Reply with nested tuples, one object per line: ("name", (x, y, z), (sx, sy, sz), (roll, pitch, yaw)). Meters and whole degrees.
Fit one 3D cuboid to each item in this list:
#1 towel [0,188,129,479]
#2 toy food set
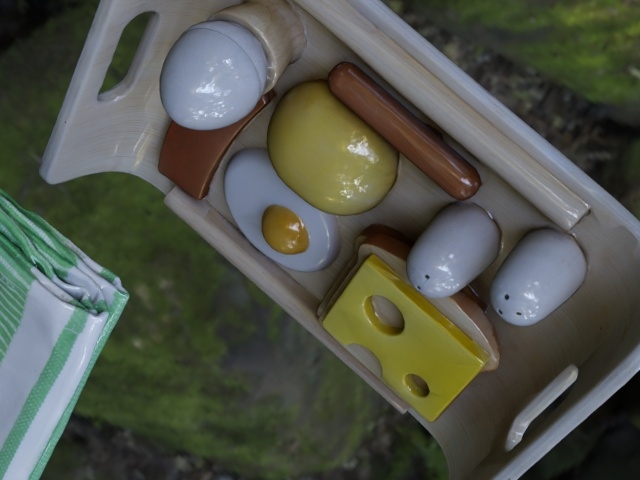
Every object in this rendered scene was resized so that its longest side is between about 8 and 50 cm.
("towel", (-0.275, 0.014, 0.868), (0.038, 0.325, 0.248), (-44, 167, -49))
("toy food set", (0.000, 0.000, 0.756), (0.092, 0.306, 0.220), (-42, 171, -39))
